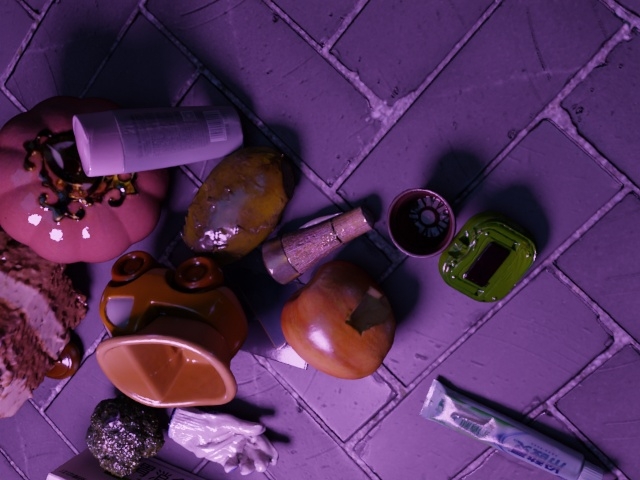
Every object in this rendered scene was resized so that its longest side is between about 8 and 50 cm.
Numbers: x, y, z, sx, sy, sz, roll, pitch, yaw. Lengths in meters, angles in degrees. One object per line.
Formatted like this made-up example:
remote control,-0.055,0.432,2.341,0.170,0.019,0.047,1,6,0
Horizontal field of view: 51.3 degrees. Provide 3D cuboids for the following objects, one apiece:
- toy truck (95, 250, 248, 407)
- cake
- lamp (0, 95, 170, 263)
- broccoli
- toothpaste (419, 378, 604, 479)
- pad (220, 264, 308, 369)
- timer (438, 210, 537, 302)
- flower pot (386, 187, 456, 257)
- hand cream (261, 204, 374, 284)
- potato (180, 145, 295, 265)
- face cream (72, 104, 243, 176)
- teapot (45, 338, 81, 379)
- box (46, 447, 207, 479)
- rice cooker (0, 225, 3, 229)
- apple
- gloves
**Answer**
toy truck,-0.253,0.153,1.151,0.288,0.211,0.204,1,134,18
cake,-0.639,0.142,1.254,0.282,0.290,0.255,26,148,12
lamp,-0.428,-0.104,1.190,0.306,0.240,0.305,4,80,-20
broccoli,-0.386,0.382,1.317,0.146,0.137,0.162,-15,54,-6
toothpaste,0.310,0.322,1.095,0.297,0.048,0.074,22,107,19
pad,-0.123,0.136,1.245,0.243,0.004,0.163,13,103,18
timer,0.260,0.029,1.036,0.128,0.047,0.140,29,110,-18
flower pot,0.168,-0.034,1.060,0.111,0.089,0.111,4,102,20
hand cream,0.000,0.000,1.139,0.203,0.084,0.083,-27,89,17
potato,-0.143,-0.061,1.159,0.149,0.113,0.251,45,111,3
face cream,-0.265,-0.173,1.108,0.073,0.270,0.107,-38,68,56
teapot,-0.563,0.244,1.388,0.129,0.078,0.098,3,100,20
box,-0.367,0.534,1.314,0.333,0.173,0.145,16,102,17
rice cooker,-0.605,-0.090,1.324,0.203,0.118,0.142,-33,86,26
apple,0.035,0.137,1.101,0.199,0.199,0.199,4,100,20
gloves,-0.182,0.373,1.260,0.229,0.097,0.119,20,110,21
